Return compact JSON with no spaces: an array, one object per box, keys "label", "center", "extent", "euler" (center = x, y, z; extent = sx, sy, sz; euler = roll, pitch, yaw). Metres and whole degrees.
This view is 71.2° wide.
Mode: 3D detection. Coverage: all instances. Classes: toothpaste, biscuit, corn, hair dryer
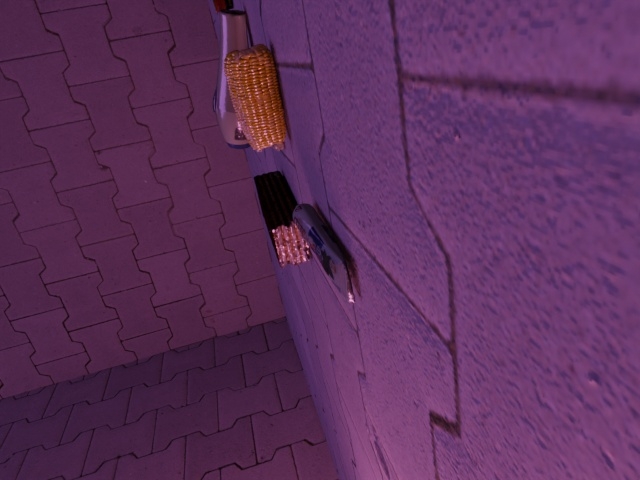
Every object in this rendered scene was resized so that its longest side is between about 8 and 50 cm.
[{"label":"toothpaste","center":[0.000,0.000,0.633],"extent":[0.233,0.038,0.060],"euler":[-123,18,-56]},{"label":"biscuit","center":[-0.086,-0.051,0.979],"extent":[0.252,0.070,0.106],"euler":[-117,14,-51]},{"label":"corn","center":[-0.105,-0.237,0.752],"extent":[0.063,0.085,0.165],"euler":[32,143,53]},{"label":"hair dryer","center":[-0.159,-0.343,0.962],"extent":[0.298,0.118,0.296],"euler":[24,126,59]}]

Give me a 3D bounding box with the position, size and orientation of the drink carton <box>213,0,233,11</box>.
[{"label":"drink carton","center":[-0.272,-0.679,1.155],"extent":[0.071,0.056,0.166],"euler":[89,164,-67]}]
